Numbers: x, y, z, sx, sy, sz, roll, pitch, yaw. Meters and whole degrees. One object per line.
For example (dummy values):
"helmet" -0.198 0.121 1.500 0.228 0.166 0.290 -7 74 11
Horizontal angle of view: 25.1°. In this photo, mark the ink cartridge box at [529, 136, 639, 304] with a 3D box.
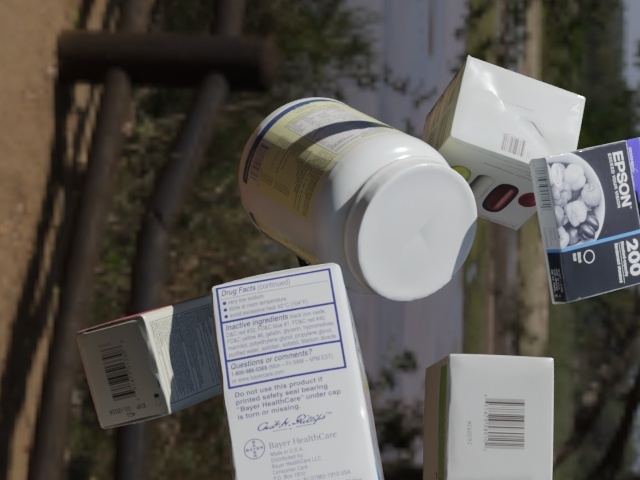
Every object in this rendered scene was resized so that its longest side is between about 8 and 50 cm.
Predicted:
"ink cartridge box" 0.399 -0.032 2.015 0.045 0.208 0.206 -2 -80 60

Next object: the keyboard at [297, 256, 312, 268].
"keyboard" 0.000 0.000 2.809 0.023 0.108 0.180 128 -54 -71

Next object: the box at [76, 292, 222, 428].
"box" -0.229 0.172 2.113 0.232 0.126 0.149 -14 88 -63

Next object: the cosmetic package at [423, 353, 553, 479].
"cosmetic package" 0.241 0.273 2.117 0.365 0.155 0.197 101 -10 -81

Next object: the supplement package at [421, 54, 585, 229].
"supplement package" 0.265 -0.144 2.189 0.203 0.194 0.149 123 -16 -64

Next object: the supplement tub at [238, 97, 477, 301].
"supplement tub" 0.051 -0.060 2.069 0.325 0.235 0.236 32 -48 53

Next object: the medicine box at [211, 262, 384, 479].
"medicine box" -0.014 0.216 1.598 0.263 0.149 0.289 76 5 -62
